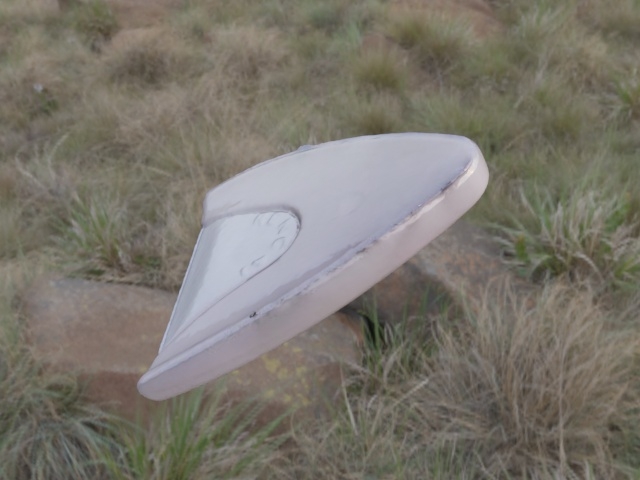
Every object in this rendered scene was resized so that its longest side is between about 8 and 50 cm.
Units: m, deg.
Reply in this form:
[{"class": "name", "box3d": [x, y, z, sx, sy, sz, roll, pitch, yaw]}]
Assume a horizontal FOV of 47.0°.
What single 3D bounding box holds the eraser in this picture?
[{"class": "eraser", "box3d": [0.001, 0.001, 0.497, 0.243, 0.059, 0.204, -20, 35, 24]}]
